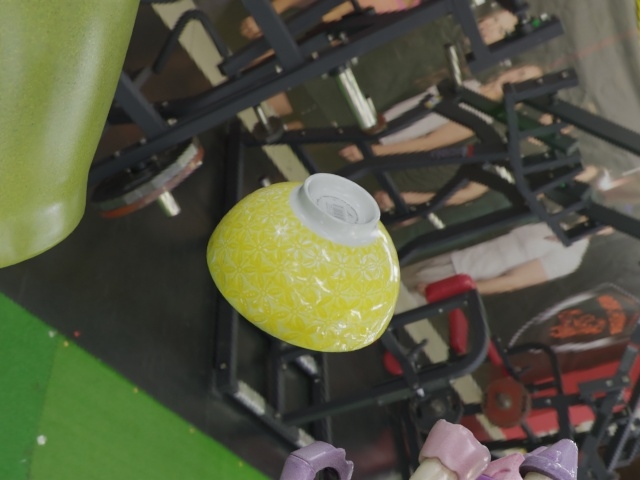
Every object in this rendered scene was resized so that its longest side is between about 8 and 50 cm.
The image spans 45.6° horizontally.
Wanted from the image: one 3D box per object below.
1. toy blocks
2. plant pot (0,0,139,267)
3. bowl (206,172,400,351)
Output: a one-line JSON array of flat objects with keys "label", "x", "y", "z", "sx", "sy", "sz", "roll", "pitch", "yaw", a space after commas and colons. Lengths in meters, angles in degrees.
[{"label": "toy blocks", "x": 0.161, "y": 0.299, "z": 0.802, "sx": 0.260, "sy": 0.309, "sz": 0.288, "roll": -47, "pitch": 120, "yaw": -29}, {"label": "plant pot", "x": -0.289, "y": -0.175, "z": 0.552, "sx": 0.366, "sy": 0.366, "sz": 0.353, "roll": -70, "pitch": 171, "yaw": -62}, {"label": "bowl", "x": 0.000, "y": 0.000, "z": 1.078, "sx": 0.289, "sy": 0.156, "sz": 0.289, "roll": 18, "pitch": 35, "yaw": -13}]
